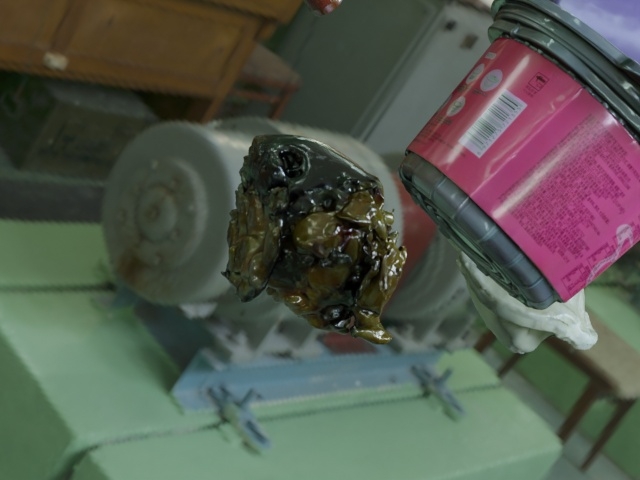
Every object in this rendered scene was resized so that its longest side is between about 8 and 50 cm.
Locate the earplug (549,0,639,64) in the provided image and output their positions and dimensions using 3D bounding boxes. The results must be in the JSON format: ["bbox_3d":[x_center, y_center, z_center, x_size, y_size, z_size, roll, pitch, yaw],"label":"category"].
[{"bbox_3d":[0.444,-0.175,1.423,0.455,0.215,0.215,20,22,-4],"label":"earplug"}]

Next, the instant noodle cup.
[{"bbox_3d":[0.184,-0.060,1.057,0.258,0.181,0.302,46,0,1],"label":"instant noodle cup"}]

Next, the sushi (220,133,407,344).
[{"bbox_3d":[0.001,0.005,1.386,0.204,0.213,0.200,11,35,-16],"label":"sushi"}]

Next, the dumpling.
[{"bbox_3d":[0.205,0.052,1.238,0.199,0.118,0.136,32,25,-8],"label":"dumpling"}]

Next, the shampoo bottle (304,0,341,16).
[{"bbox_3d":[-0.068,-0.523,2.137,0.314,0.076,0.118,49,21,-35],"label":"shampoo bottle"}]
